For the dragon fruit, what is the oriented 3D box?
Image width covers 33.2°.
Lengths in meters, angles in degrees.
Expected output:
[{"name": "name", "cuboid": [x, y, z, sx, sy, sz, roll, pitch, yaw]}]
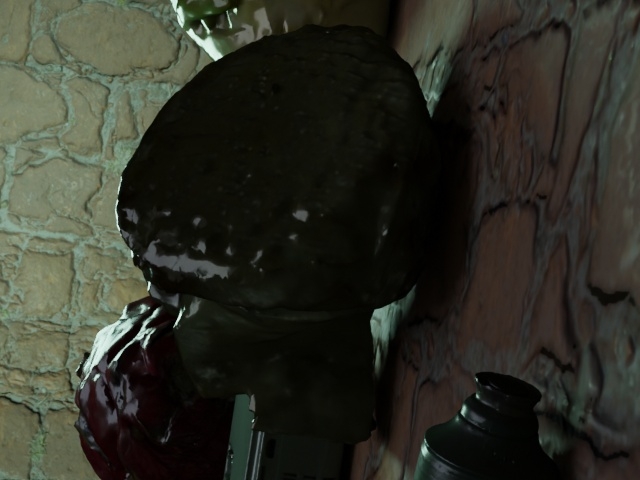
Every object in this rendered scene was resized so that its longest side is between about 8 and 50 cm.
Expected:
[{"name": "dragon fruit", "cuboid": [-0.182, 0.219, 1.482, 0.329, 0.329, 0.329, -171, 90, -82]}]

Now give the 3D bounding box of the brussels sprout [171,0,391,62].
[{"name": "brussels sprout", "cuboid": [-0.049, -0.336, 1.281, 0.344, 0.268, 0.344, -176, 90, -71]}]

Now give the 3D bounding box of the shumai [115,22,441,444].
[{"name": "shumai", "cuboid": [0.000, 0.000, 0.939, 0.288, 0.292, 0.330, 57, -145, -39]}]

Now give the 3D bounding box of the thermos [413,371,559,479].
[{"name": "thermos", "cuboid": [0.078, 0.160, 0.543, 0.073, 0.083, 0.188, 31, 112, 58]}]

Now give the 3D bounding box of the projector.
[{"name": "projector", "cuboid": [-0.034, 0.199, 1.155, 0.250, 0.108, 0.198, -175, 95, -81]}]
